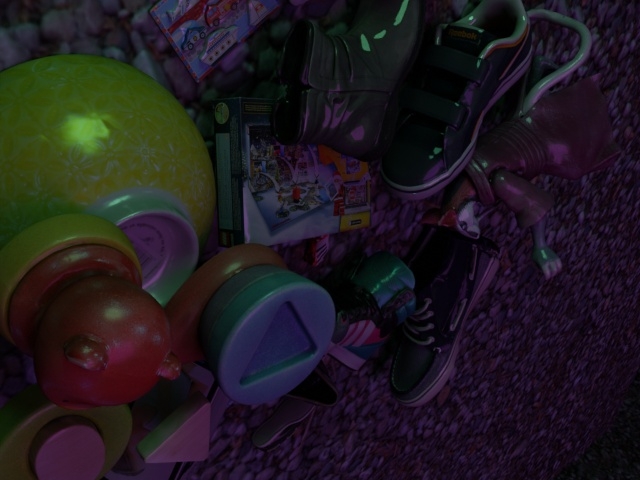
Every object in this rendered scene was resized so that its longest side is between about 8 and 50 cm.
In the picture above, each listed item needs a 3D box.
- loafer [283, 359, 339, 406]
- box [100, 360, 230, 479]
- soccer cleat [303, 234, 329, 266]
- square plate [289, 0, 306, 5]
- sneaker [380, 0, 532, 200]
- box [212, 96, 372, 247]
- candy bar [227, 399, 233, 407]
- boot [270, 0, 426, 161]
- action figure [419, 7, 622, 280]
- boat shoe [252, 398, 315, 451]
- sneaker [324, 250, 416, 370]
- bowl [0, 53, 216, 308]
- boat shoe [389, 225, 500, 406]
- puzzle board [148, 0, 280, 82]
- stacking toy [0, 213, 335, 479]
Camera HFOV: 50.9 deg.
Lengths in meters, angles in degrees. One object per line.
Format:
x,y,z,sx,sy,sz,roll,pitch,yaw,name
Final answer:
-0.054,0.187,0.995,0.096,0.084,0.267,-53,142,2,loafer
-0.159,0.181,0.819,0.290,0.087,0.169,-64,176,12,box
0.000,0.000,0.960,0.035,0.029,0.083,-22,136,-47,soccer cleat
0.070,-0.462,0.667,0.347,0.049,0.344,-38,139,-19,square plate
0.176,-0.208,0.912,0.321,0.126,0.127,-54,148,-17,sneaker
-0.023,-0.083,0.792,0.233,0.044,0.159,-11,102,-50,box
-0.133,0.218,0.940,0.040,0.018,0.161,29,124,-29,candy bar
0.031,-0.213,0.741,0.161,0.083,0.247,10,91,-50,boot
0.294,-0.130,0.993,0.370,0.248,0.276,-35,138,-27,action figure
-0.055,0.302,1.112,0.125,0.046,0.038,-41,140,-12,boat shoe
0.051,0.087,0.989,0.178,0.124,0.295,-49,153,-1,sneaker
-0.204,-0.010,0.632,0.289,0.156,0.290,-27,135,-31,bowl
0.180,0.130,1.187,0.158,0.127,0.341,21,94,-45,boat shoe
-0.102,-0.236,0.686,0.128,0.011,0.096,-46,141,-10,puzzle board
-0.130,0.137,0.584,0.308,0.130,0.280,5,113,-46,stacking toy
